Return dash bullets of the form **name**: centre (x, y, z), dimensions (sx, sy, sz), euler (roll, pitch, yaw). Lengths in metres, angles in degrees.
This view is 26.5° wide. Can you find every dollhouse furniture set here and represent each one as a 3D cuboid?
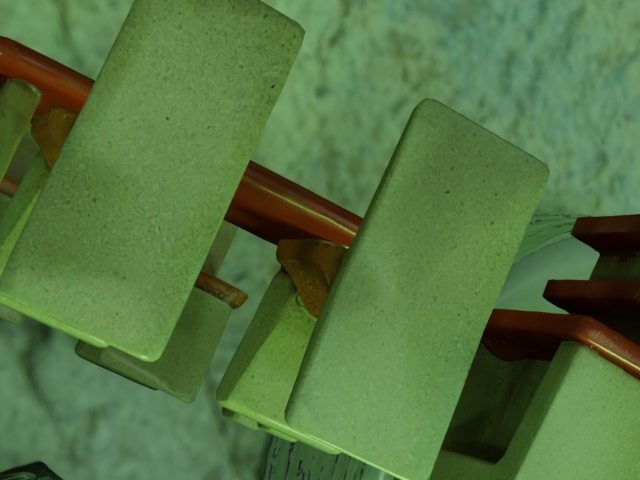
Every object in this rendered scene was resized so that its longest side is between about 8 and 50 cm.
- **dollhouse furniture set**: centre (0.000, 0.000, 0.466), dimensions (0.259, 0.262, 0.135), euler (27, 80, -18)

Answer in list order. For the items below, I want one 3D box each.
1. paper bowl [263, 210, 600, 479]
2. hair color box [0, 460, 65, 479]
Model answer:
- **paper bowl**: centre (0.125, 0.131, 0.640), dimensions (0.284, 0.148, 0.284), euler (-4, 98, -28)
- **hair color box**: centre (-0.105, 0.182, 0.542), dimensions (0.053, 0.093, 0.167), euler (-13, 102, -28)
